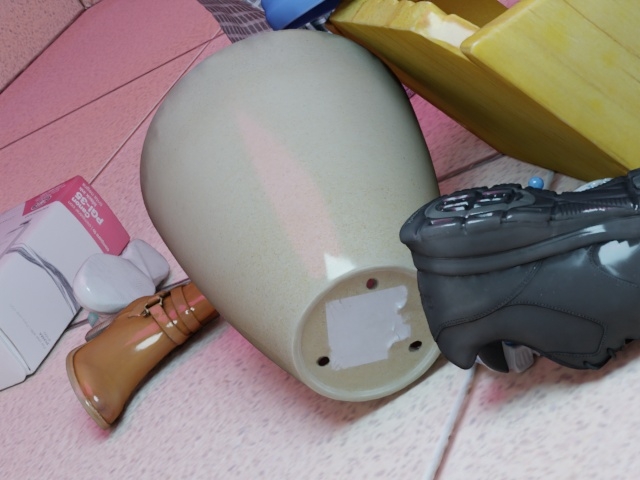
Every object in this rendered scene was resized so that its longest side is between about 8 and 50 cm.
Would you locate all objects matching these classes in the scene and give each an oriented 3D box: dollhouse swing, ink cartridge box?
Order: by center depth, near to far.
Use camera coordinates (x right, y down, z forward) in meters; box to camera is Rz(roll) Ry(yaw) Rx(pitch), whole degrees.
[{"bbox_3d":[0.241,-0.218,1.246,0.305,0.315,0.347,-57,20,0],"label":"dollhouse swing"},{"bbox_3d":[-0.392,0.066,1.848,0.207,0.117,0.283,-22,23,33],"label":"ink cartridge box"}]

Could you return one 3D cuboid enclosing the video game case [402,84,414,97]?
[{"bbox_3d":[0.123,-0.209,1.799,0.122,0.011,0.087,-41,20,-15],"label":"video game case"}]

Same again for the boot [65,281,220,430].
[{"bbox_3d":[-0.168,0.099,1.478,0.152,0.073,0.197,-27,23,10],"label":"boot"}]

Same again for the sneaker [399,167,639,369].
[{"bbox_3d":[0.202,0.021,1.005,0.286,0.130,0.109,-5,16,15],"label":"sneaker"}]

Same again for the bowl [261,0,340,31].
[{"bbox_3d":[0.111,-0.315,1.360,0.391,0.077,0.391,-29,5,3],"label":"bowl"}]

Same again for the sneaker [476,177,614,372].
[{"bbox_3d":[0.163,0.021,1.119,0.190,0.071,0.083,-42,15,-19],"label":"sneaker"}]

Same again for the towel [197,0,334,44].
[{"bbox_3d":[-0.051,-0.288,1.939,0.121,0.235,0.283,-43,19,-10],"label":"towel"}]

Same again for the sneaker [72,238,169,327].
[{"bbox_3d":[-0.233,0.064,1.649,0.094,0.080,0.212,-48,-3,14],"label":"sneaker"}]

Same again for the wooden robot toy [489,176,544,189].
[{"bbox_3d":[0.145,0.000,1.188,0.076,0.079,0.173,-15,-4,3],"label":"wooden robot toy"}]

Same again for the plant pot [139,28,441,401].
[{"bbox_3d":[0.000,0.000,1.220,0.256,0.256,0.274,-34,35,5],"label":"plant pot"}]
